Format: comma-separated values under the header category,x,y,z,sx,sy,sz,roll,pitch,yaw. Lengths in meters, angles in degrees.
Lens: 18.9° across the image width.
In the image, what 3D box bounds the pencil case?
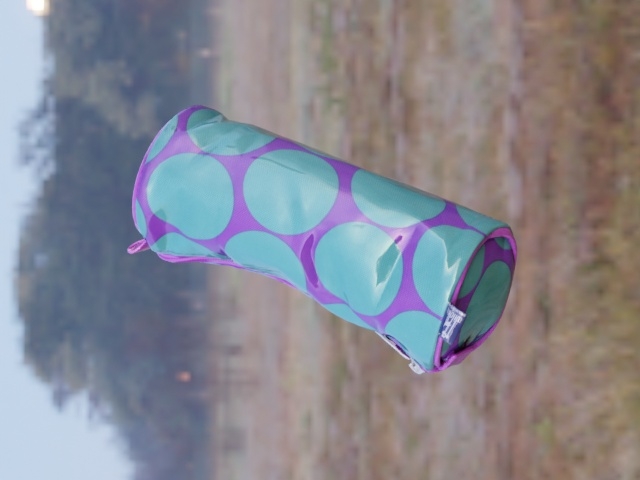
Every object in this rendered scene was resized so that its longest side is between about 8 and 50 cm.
category,x,y,z,sx,sy,sz,roll,pitch,yaw
pencil case,0.000,0.000,0.782,0.070,0.151,0.064,-69,-18,7
